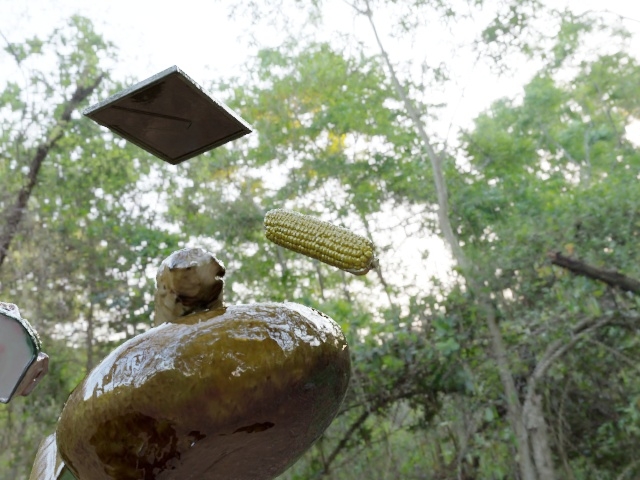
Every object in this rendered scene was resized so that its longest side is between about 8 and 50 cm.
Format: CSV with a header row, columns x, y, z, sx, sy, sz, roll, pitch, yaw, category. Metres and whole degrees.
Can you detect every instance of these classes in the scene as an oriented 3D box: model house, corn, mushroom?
x,y,z,sx,sy,sz,roll,pitch,yaw,category
-0.802,0.263,1.670,0.236,0.202,0.237,24,-5,-4,model house
0.000,0.000,1.234,0.238,0.080,0.080,22,-10,16,corn
-0.130,0.198,0.785,0.344,0.239,0.345,-3,-50,-3,mushroom

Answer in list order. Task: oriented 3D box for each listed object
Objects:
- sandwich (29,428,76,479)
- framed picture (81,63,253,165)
x,y,z,sx,sy,sz,roll,pitch,yaw,category
-0.462,0.457,1.260,0.155,0.227,0.198,40,-14,-27,sandwich
-0.292,-0.237,1.322,0.213,0.016,0.289,-20,-20,18,framed picture
